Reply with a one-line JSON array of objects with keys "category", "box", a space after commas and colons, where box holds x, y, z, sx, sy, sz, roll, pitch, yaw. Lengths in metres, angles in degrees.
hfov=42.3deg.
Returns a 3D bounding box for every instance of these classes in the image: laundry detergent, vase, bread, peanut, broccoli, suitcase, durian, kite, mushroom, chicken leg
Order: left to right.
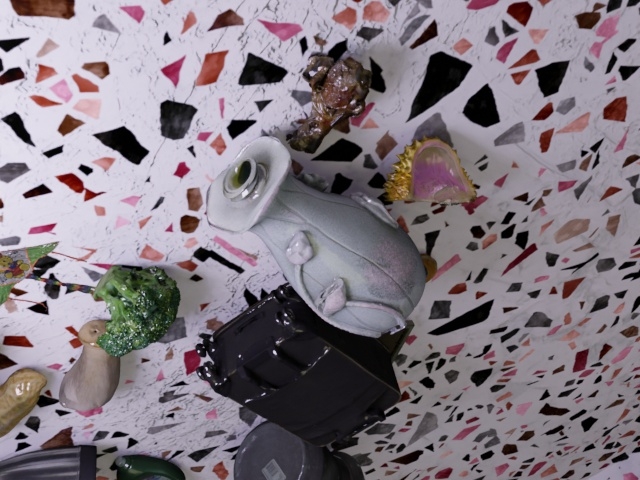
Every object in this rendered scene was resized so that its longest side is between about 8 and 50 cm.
[{"category": "peanut", "box": [-0.627, 0.323, 1.661, 0.093, 0.083, 0.194, 41, 107, -9]}, {"category": "kite", "box": [-0.515, 0.072, 1.506, 0.244, 0.006, 0.198, 24, 120, -40]}, {"category": "mushroom", "box": [-0.455, 0.262, 1.668, 0.096, 0.108, 0.247, -37, 160, -50]}, {"category": "broccoli", "box": [-0.344, 0.128, 1.534, 0.195, 0.195, 0.156, -38, 117, 16]}, {"category": "laundry detergent", "box": [-0.437, 0.578, 2.027, 0.137, 0.063, 0.211, -28, 139, 15]}, {"category": "suitcase", "box": [-0.037, 0.271, 1.773, 0.283, 0.194, 0.434, -35, 129, 19]}, {"category": "vase", "box": [0.000, 0.000, 1.505, 0.250, 0.250, 0.445, -39, 130, 16]}, {"category": "chicken leg", "box": [0.018, -0.230, 1.399, 0.125, 0.080, 0.196, 3, 140, -14]}, {"category": "bread", "box": [0.209, 0.071, 1.827, 0.110, 0.024, 0.110, -12, 137, -12]}, {"category": "durian", "box": [0.200, -0.109, 1.560, 0.182, 0.132, 0.165, -25, 151, -16]}]

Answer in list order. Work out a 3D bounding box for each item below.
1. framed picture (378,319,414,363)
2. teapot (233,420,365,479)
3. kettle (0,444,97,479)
[{"category": "framed picture", "box": [0.061, 0.314, 2.012, 0.247, 0.022, 0.335, 1, 133, -25]}, {"category": "teapot", "box": [-0.026, 0.607, 2.094, 0.344, 0.300, 0.253, 38, 75, -52]}, {"category": "kettle", "box": [-0.641, 0.553, 1.840, 0.271, 0.251, 0.207, 3, 102, -17]}]
